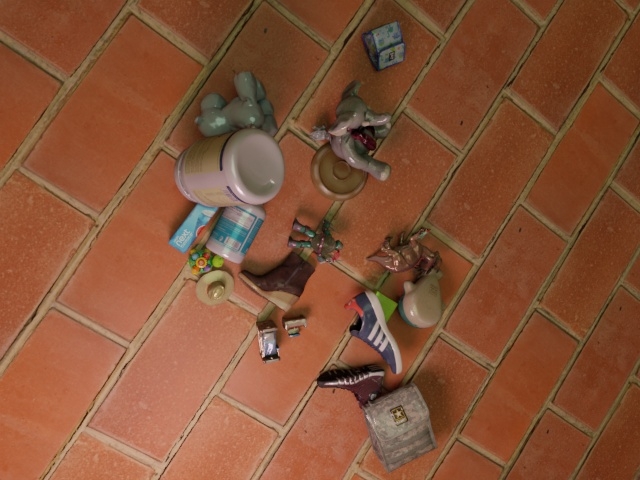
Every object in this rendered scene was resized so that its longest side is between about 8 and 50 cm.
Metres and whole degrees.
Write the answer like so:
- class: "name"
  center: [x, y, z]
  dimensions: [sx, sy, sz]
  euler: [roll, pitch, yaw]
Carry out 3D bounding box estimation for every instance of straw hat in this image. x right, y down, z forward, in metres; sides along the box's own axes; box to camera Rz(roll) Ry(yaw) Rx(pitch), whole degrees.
- class: "straw hat"
  center: [-0.379, 0.183, 1.762]
  dimensions: [0.145, 0.061, 0.144]
  euler: [-7, 110, -19]

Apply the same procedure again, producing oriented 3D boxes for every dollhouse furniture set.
- class: "dollhouse furniture set"
  center: [-0.137, 0.367, 1.818]
  dimensions: [0.184, 0.129, 0.129]
  euler: [-7, 96, -14]

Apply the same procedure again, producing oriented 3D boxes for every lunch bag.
- class: "lunch bag"
  center: [0.249, -0.743, 1.860]
  dimensions: [0.129, 0.096, 0.151]
  euler: [-26, 114, -14]
- class: "lunch bag"
  center: [0.308, 0.726, 1.920]
  dimensions: [0.235, 0.169, 0.286]
  euler: [-22, 110, -12]

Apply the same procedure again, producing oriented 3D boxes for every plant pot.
- class: "plant pot"
  center: [0.078, -0.269, 1.878]
  dimensions: [0.237, 0.032, 0.236]
  euler: [-1, 95, -14]

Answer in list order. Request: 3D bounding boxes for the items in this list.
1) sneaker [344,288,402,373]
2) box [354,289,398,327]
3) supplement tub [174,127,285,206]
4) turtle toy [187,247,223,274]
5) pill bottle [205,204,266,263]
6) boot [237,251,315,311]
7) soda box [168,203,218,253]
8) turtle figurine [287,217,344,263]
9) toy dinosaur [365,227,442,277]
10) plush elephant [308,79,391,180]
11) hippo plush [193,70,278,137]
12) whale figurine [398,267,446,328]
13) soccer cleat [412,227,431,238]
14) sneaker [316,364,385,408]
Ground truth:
- class: "sneaker"
  center: [0.197, 0.369, 1.869]
  dimensions: [0.148, 0.131, 0.349]
  euler: [-23, 93, -4]
- class: "box"
  center: [0.218, 0.301, 1.947]
  dimensions: [0.109, 0.042, 0.178]
  euler: [33, 87, -13]
- class: "supplement tub"
  center: [-0.301, -0.228, 1.575]
  dimensions: [0.236, 0.325, 0.235]
  euler: [-1, 91, -48]
- class: "turtle toy"
  center: [-0.417, 0.076, 1.759]
  dimensions: [0.130, 0.066, 0.095]
  euler: [-4, 95, -14]
- class: "pill bottle"
  center: [-0.290, -0.061, 1.741]
  dimensions: [0.146, 0.146, 0.264]
  euler: [29, 86, -14]
- class: "boot"
  center: [-0.164, 0.126, 1.834]
  dimensions: [0.248, 0.090, 0.206]
  euler: [36, 73, -12]
- class: "soda box"
  center: [-0.454, -0.057, 1.741]
  dimensions: [0.071, 0.067, 0.210]
  euler: [37, 85, -14]
- class: "turtle figurine"
  center: [0.000, 0.000, 1.840]
  dimensions: [0.234, 0.118, 0.175]
  euler: [15, 90, -9]
- class: "toy dinosaur"
  center: [0.338, 0.073, 1.904]
  dimensions: [0.296, 0.127, 0.200]
  euler: [-19, 95, -1]
- class: "plush elephant"
  center: [0.139, -0.417, 1.750]
  dimensions: [0.330, 0.255, 0.271]
  euler: [15, 65, -5]
- class: "hippo plush"
  center: [-0.299, -0.419, 1.704]
  dimensions: [0.237, 0.234, 0.294]
  euler: [-15, 67, 15]
- class: "whale figurine"
  center: [0.408, 0.224, 1.962]
  dimensions: [0.216, 0.141, 0.271]
  euler: [30, 62, -17]
- class: "soccer cleat"
  center: [0.415, -0.025, 1.983]
  dimensions: [0.083, 0.029, 0.035]
  euler: [-22, 108, -9]
- class: "sneaker"
  center: [0.126, 0.595, 1.916]
  dimensions: [0.282, 0.106, 0.162]
  euler: [-4, 98, -14]
